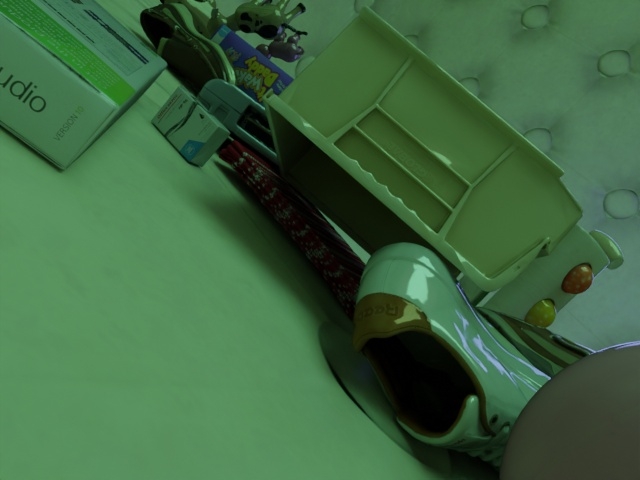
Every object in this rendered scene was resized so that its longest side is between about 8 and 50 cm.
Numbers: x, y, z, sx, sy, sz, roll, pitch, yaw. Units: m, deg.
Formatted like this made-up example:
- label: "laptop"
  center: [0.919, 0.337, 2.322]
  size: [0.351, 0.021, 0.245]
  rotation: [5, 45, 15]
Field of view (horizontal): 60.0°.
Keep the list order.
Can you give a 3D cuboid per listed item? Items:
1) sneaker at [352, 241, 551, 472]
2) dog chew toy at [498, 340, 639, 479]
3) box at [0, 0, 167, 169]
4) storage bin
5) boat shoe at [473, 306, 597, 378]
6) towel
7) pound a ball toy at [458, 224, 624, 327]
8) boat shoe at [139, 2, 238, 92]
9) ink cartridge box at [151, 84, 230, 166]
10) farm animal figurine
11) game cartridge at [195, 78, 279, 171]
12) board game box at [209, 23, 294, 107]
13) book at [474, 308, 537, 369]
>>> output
- label: "sneaker"
  center: [0.122, 0.144, 0.447]
  size: [0.290, 0.105, 0.123]
  rotation: [46, 36, -13]
- label: "dog chew toy"
  center: [0.219, 0.201, 0.256]
  size: [0.206, 0.206, 0.332]
  rotation: [39, 19, -23]
- label: "box"
  center: [-0.237, -0.182, 0.417]
  size: [0.232, 0.058, 0.322]
  rotation: [40, 9, -21]
- label: "storage bin"
  center: [0.086, -0.057, 0.575]
  size: [0.260, 0.123, 0.262]
  rotation: [42, -7, 5]
- label: "boat shoe"
  center: [0.269, 0.168, 0.645]
  size: [0.116, 0.123, 0.324]
  rotation: [1, 17, -13]
- label: "towel"
  center: [0.000, 0.000, 0.680]
  size: [0.275, 0.031, 0.199]
  rotation: [50, 9, 23]
- label: "pound a ball toy"
  center: [0.369, 0.092, 0.928]
  size: [0.208, 0.319, 0.136]
  rotation: [36, 12, -40]
- label: "boat shoe"
  center: [-0.239, -0.320, 0.966]
  size: [0.095, 0.095, 0.257]
  rotation: [-14, 53, -38]
- label: "ink cartridge box"
  center: [-0.140, -0.123, 0.573]
  size: [0.083, 0.048, 0.028]
  rotation: [45, 10, 16]
- label: "farm animal figurine"
  center: [-0.210, -0.438, 1.190]
  size: [0.326, 0.172, 0.330]
  rotation: [39, -25, -3]
- label: "game cartridge"
  center: [-0.051, -0.125, 0.805]
  size: [0.294, 0.060, 0.196]
  rotation: [35, -3, -19]
- label: "board game box"
  center: [-0.052, -0.236, 1.042]
  size: [0.347, 0.078, 0.233]
  rotation: [44, 5, 30]
- label: "book"
  center: [0.151, 0.135, 0.526]
  size: [0.144, 0.096, 0.035]
  rotation: [42, 38, -6]
